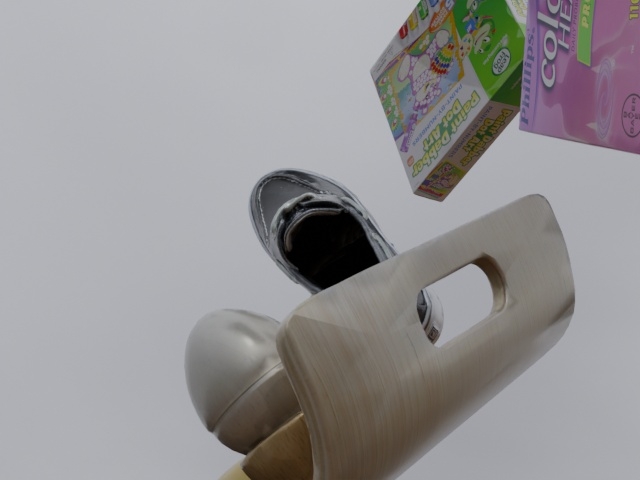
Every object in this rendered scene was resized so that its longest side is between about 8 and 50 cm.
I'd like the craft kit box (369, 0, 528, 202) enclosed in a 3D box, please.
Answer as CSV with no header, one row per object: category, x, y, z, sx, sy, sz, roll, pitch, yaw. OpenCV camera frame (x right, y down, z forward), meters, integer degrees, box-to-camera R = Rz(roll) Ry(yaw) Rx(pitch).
craft kit box,0.173,-0.221,1.397,0.061,0.247,0.250,12,-47,-32

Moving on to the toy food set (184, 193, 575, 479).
toy food set,-0.039,0.101,0.493,0.306,0.092,0.219,-43,-11,32

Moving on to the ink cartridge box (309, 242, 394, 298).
ink cartridge box,0.023,0.115,1.364,0.078,0.231,0.134,19,-14,14

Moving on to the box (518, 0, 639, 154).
box,0.280,-0.189,0.946,0.117,0.243,0.214,-1,-79,-14

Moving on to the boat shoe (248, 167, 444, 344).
boat shoe,0.000,0.000,1.042,0.108,0.301,0.102,-43,-47,3
